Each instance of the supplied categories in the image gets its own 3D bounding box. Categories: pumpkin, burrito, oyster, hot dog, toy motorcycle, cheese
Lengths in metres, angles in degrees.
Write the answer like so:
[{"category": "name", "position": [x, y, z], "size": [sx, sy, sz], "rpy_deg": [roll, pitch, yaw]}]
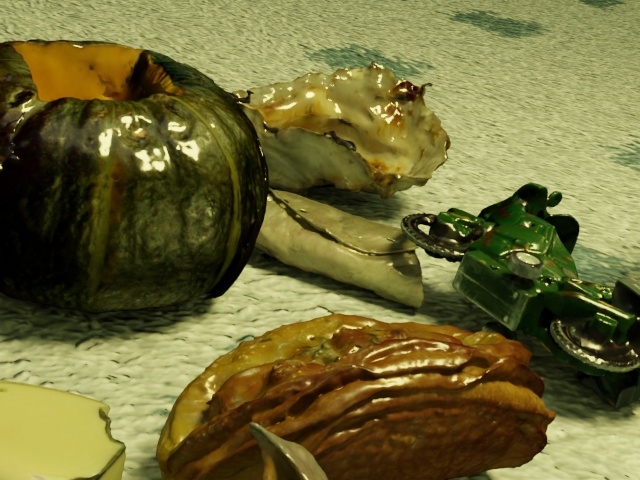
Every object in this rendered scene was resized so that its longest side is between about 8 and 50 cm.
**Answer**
[{"category": "pumpkin", "position": [-0.201, -0.062, 1.035], "size": [0.321, 0.192, 0.320], "rpy_deg": [9, 22, -4]}, {"category": "burrito", "position": [0.000, 0.000, 1.146], "size": [0.226, 0.060, 0.087], "rpy_deg": [17, 32, 10]}, {"category": "oyster", "position": [-0.030, -0.114, 1.305], "size": [0.337, 0.133, 0.197], "rpy_deg": [4, 27, -10]}, {"category": "hot dog", "position": [0.020, 0.115, 0.815], "size": [0.272, 0.122, 0.196], "rpy_deg": [-3, 1, -27]}, {"category": "toy motorcycle", "position": [0.210, 0.041, 1.080], "size": [0.187, 0.124, 0.275], "rpy_deg": [-6, 34, -42]}, {"category": "cheese", "position": [-0.245, 0.120, 0.786], "size": [0.256, 0.050, 0.127], "rpy_deg": [17, 25, 12]}]

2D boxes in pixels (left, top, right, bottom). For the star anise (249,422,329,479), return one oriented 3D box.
[{"category": "star anise", "position": [0.055, 0.187, 0.727], "size": [0.219, 0.148, 0.227], "rpy_deg": [-13, -18, 27]}]
